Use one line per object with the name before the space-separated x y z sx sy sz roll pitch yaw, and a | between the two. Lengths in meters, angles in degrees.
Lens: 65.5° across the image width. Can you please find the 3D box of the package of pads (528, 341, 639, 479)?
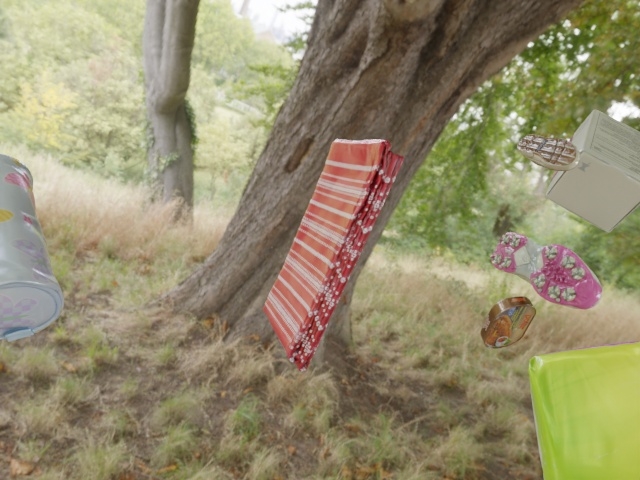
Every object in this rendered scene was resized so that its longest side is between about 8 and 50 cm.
package of pads | 0.263 0.204 0.300 0.101 0.229 0.296 31 50 -44

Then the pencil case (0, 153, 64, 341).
pencil case | -0.430 0.001 0.671 0.114 0.124 0.273 -23 58 -16

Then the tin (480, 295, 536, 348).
tin | 0.462 0.204 1.231 0.106 0.189 0.040 -2 47 -4

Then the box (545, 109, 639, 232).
box | 0.586 -0.151 1.037 0.149 0.126 0.232 33 45 10

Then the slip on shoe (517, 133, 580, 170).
slip on shoe | 0.374 -0.137 0.809 0.041 0.051 0.135 41 5 -25

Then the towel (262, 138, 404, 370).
towel | 0.000 0.000 0.630 0.031 0.274 0.199 22 6 -20

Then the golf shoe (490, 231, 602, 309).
golf shoe | 0.509 0.069 1.082 0.140 0.115 0.306 24 12 -20
